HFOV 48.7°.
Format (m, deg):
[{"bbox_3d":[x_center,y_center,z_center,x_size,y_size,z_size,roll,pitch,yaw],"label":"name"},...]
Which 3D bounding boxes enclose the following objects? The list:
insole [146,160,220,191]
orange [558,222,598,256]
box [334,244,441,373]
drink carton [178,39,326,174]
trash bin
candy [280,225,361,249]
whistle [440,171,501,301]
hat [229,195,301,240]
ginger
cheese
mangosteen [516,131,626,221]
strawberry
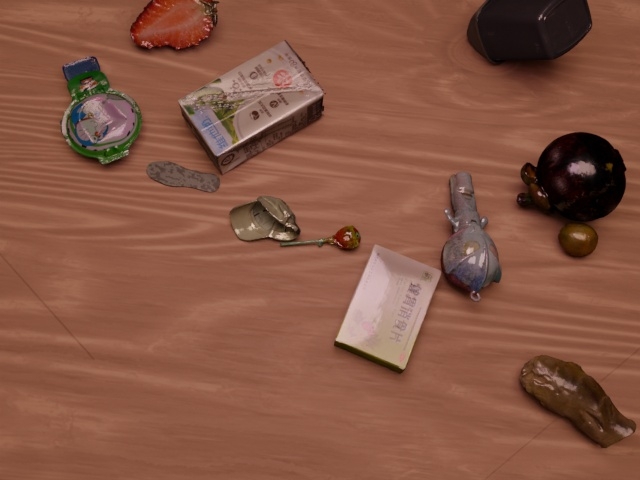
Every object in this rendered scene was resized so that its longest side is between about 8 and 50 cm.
[{"bbox_3d":[-0.350,-0.162,1.805,0.193,0.006,0.065,12,69,2],"label":"insole"},{"bbox_3d":[0.637,-0.005,1.750,0.095,0.085,0.085,23,70,4],"label":"orange"},{"bbox_3d":[0.160,0.160,1.678,0.175,0.062,0.261,22,70,6],"label":"box"},{"bbox_3d":[-0.170,-0.340,1.813,0.324,0.132,0.194,-32,75,-11],"label":"drink carton"},{"bbox_3d":[0.545,-0.578,1.877,0.209,0.290,0.182,-38,120,-16],"label":"trash bin"},{"bbox_3d":[0.000,0.000,1.742,0.200,0.060,0.061,-6,70,3],"label":"candy"},{"bbox_3d":[0.358,-0.009,1.726,0.142,0.134,0.346,-2,60,0],"label":"whistle"},{"bbox_3d":[-0.138,-0.049,1.747,0.166,0.081,0.122,-15,107,8],"label":"hat"},{"bbox_3d":[0.578,0.355,1.601,0.263,0.109,0.116,38,46,11],"label":"ginger"},{"bbox_3d":[-0.577,-0.339,1.819,0.203,0.083,0.321,-22,73,-10],"label":"cheese"},{"bbox_3d":[0.612,-0.144,1.744,0.265,0.228,0.228,-24,70,19],"label":"mangosteen"},{"bbox_3d":[-0.391,-0.609,1.926,0.235,0.107,0.175,2,106,-1],"label":"strawberry"}]
